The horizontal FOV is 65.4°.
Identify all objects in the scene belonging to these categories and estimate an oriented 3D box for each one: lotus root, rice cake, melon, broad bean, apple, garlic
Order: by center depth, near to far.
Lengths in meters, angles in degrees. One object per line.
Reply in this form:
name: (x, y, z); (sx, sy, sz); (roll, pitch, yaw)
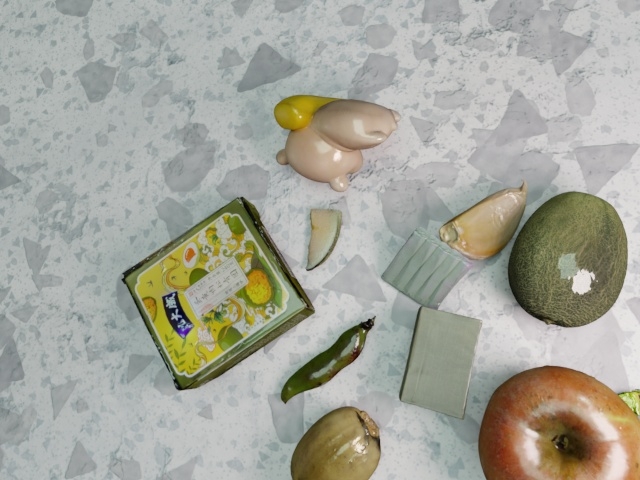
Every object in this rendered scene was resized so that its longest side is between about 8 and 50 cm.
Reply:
apple: (0.518, 0.440, 1.069); (0.339, 0.305, 0.338); (-9, 68, 23)
melon: (0.579, 0.043, 1.171); (0.249, 0.248, 0.329); (19, 76, 15)
lotus root: (0.017, 0.549, 1.216); (0.183, 0.183, 0.310); (43, 94, 17)
garlic: (0.418, -0.046, 1.268); (0.245, 0.164, 0.145); (-34, 56, -4)
rice cake: (0.267, 0.077, 1.277); (0.189, 0.037, 0.198); (34, 131, 17)
broad bean: (0.027, 0.320, 1.316); (0.339, 0.061, 0.077); (-40, 65, 0)
melon: (0.008, -0.002, 1.401); (0.098, 0.054, 0.182); (1, 77, 18)

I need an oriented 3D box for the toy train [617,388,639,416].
toy train: (0.733, 0.473, 1.138); (0.085, 0.053, 0.249); (-9, 76, 4)

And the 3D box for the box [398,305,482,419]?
box: (0.291, 0.295, 1.221); (0.155, 0.149, 0.231); (11, 79, 14)

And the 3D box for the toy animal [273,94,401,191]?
toy animal: (0.052, -0.267, 1.381); (0.345, 0.277, 0.246); (13, 109, 25)

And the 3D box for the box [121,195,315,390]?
box: (-0.281, 0.145, 1.381); (0.420, 0.138, 0.373); (-34, 74, 3)

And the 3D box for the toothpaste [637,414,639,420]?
toothpaste: (0.817, 0.462, 1.099); (0.266, 0.061, 0.096); (25, 82, -5)
